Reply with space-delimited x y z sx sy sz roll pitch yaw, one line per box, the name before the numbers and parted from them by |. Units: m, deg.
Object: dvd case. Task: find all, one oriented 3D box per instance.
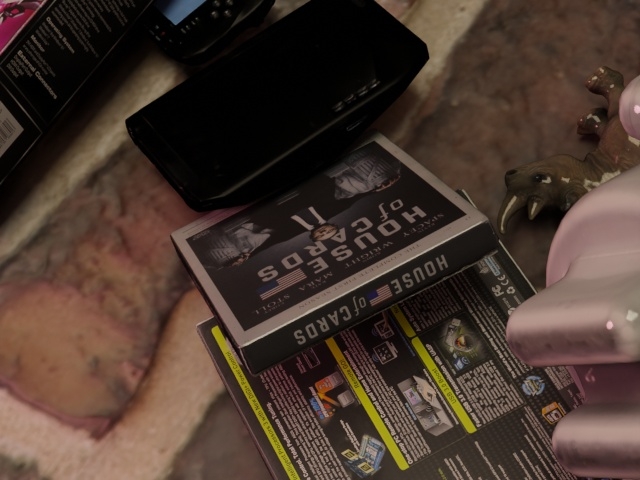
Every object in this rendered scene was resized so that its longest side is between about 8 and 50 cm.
dvd case | 0.000 0.000 1.065 0.179 0.029 0.239 -27 22 -6

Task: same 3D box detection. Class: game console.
game console | -0.089 -0.167 1.239 0.213 0.044 0.361 -35 50 -12

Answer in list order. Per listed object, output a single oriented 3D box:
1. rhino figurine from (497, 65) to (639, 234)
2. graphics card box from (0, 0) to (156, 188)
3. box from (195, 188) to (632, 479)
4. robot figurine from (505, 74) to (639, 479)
rhino figurine | 0.229 -0.072 1.107 0.243 0.073 0.106 -32 53 -7
graphics card box | -0.287 -0.169 1.244 0.233 0.094 0.371 24 70 37
box | 0.068 0.118 1.025 0.216 0.060 0.270 -28 55 -6
robot figurine | 0.279 0.019 0.929 0.353 0.300 0.200 -28 12 -30
